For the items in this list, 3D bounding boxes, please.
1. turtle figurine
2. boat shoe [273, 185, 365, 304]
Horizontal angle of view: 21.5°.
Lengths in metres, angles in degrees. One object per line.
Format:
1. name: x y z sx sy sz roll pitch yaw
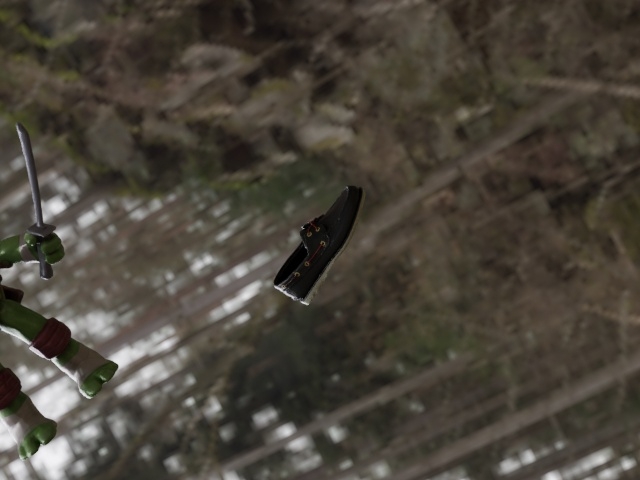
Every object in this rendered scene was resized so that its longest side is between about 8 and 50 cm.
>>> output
1. turtle figurine: -0.333 0.080 1.692 0.266 0.275 0.198 47 -138 -11
2. boat shoe: 0.000 0.001 1.610 0.042 0.133 0.049 26 -157 -14
